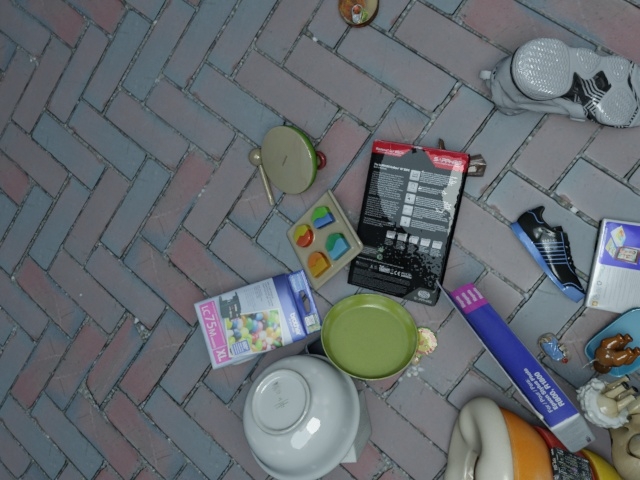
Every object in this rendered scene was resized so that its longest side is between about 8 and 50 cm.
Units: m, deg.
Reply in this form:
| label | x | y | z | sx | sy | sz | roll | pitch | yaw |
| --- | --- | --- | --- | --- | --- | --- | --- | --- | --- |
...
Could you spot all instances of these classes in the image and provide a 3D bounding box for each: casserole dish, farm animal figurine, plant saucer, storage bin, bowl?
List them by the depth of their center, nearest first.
| label | x | y | z | sx | sy | sz | roll | pitch | yaw |
| --- | --- | --- | --- | --- | --- | --- | --- | --- | --- |
| farm animal figurine | 0.635 | 0.373 | 0.972 | 0.330 | 0.326 | 0.172 | 49 | 123 | 12 |
| casserole dish | 0.676 | 0.220 | 1.084 | 0.114 | 0.037 | 0.188 | 39 | 120 | 4 |
| bowl | -0.066 | 0.385 | 1.130 | 0.297 | 0.134 | 0.298 | -11 | 55 | 16 |
| plant saucer | 0.121 | 0.243 | 1.232 | 0.240 | 0.037 | 0.241 | 0 | 50 | 0 |
| storage bin | -0.002 | 0.332 | 1.316 | 0.091 | 0.098 | 0.135 | -39 | 78 | 43 |

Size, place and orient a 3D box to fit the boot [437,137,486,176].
| label | x | y | z | sx | sy | sz | roll | pitch | yaw |
| --- | --- | --- | --- | --- | --- | --- | --- | --- | --- |
| boot | 0.348 | -0.205 | 1.212 | 0.114 | 0.037 | 0.107 | -4 | 102 | 22 |

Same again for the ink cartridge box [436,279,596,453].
| label | x | y | z | sx | sy | sz | roll | pitch | yaw |
| --- | --- | --- | --- | --- | --- | --- | --- | --- | --- |
| ink cartridge box | 0.394 | 0.240 | 0.987 | 0.071 | 0.330 | 0.324 | -37 | 47 | 8 |

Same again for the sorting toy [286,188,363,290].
| label | x | y | z | sx | sy | sz | roll | pitch | yaw |
| --- | --- | --- | --- | --- | --- | --- | --- | --- | --- |
| sorting toy | 0.000 | 0.000 | 1.276 | 0.208 | 0.038 | 0.193 | -46 | 60 | 33 |

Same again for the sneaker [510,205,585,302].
| label | x | y | z | sx | sy | sz | roll | pitch | yaw |
| --- | --- | --- | --- | --- | --- | --- | --- | --- | --- |
| sneaker | 0.541 | 0.028 | 1.127 | 0.090 | 0.081 | 0.232 | -40 | 78 | 22 |

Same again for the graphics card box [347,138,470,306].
| label | x | y | z | sx | sy | sz | roll | pitch | yaw |
| --- | --- | --- | --- | --- | --- | --- | --- | --- | --- |
| graphics card box | 0.214 | -0.046 | 1.213 | 0.232 | 0.094 | 0.372 | 13 | 100 | 18 |

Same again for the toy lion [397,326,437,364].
| label | x | y | z | sx | sy | sz | roll | pitch | yaw |
| --- | --- | --- | --- | --- | --- | --- | --- | --- | --- |
| toy lion | 0.244 | 0.260 | 1.259 | 0.100 | 0.034 | 0.096 | 33 | 94 | 16 |

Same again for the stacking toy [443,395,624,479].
| label | x | y | z | sx | sy | sz | roll | pitch | yaw |
| --- | --- | --- | --- | --- | --- | --- | --- | --- | --- |
| stacking toy | 0.535 | 0.546 | 1.058 | 0.478 | 0.350 | 0.351 | 8 | 93 | 2 |

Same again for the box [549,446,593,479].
| label | x | y | z | sx | sy | sz | roll | pitch | yaw |
| --- | --- | --- | --- | --- | --- | --- | --- | --- | --- |
| box | 0.487 | 0.447 | 0.952 | 0.083 | 0.067 | 0.018 | 23 | 135 | -10 |

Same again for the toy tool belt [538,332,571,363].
| label | x | y | z | sx | sy | sz | roll | pitch | yaw |
| --- | --- | --- | --- | --- | --- | --- | --- | --- | --- |
| toy tool belt | 0.547 | 0.256 | 1.144 | 0.052 | 0.051 | 0.083 | -42 | 79 | 15 |

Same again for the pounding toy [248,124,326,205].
| label | x | y | z | sx | sy | sz | roll | pitch | yaw |
| --- | --- | --- | --- | --- | --- | --- | --- | --- | --- |
| pounding toy | -0.074 | -0.218 | 1.335 | 0.236 | 0.110 | 0.183 | -23 | 95 | 47 |

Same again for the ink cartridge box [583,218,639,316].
| label | x | y | z | sx | sy | sz | roll | pitch | yaw |
| --- | --- | --- | --- | --- | --- | --- | --- | --- | --- |
| ink cartridge box | 0.715 | 0.068 | 1.088 | 0.208 | 0.045 | 0.207 | 11 | 95 | 19 |

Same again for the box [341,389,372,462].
| label | x | y | z | sx | sy | sz | roll | pitch | yaw |
| --- | --- | --- | --- | --- | --- | --- | --- | --- | --- |
| box | 0.019 | 0.474 | 1.256 | 0.180 | 0.182 | 0.119 | -11 | 89 | 19 |

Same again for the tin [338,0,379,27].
| label | x | y | z | sx | sy | sz | roll | pitch | yaw |
| --- | --- | --- | --- | --- | --- | --- | --- | --- | --- |
| tin | 0.105 | -0.656 | 1.289 | 0.106 | 0.040 | 0.190 | 6 | 93 | 22 |

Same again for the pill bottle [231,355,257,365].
| label | x | y | z | sx | sy | sz | roll | pitch | yaw |
| --- | --- | --- | --- | --- | --- | --- | --- | --- | --- |
| pill bottle | -0.236 | 0.263 | 1.387 | 0.087 | 0.087 | 0.160 | -23 | 83 | 17 |

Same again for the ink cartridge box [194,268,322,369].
| label | x | y | z | sx | sy | sz | roll | pitch | yaw |
| --- | --- | --- | --- | --- | --- | --- | --- | --- | --- |
| ink cartridge box | -0.163 | 0.207 | 1.324 | 0.310 | 0.065 | 0.186 | -18 | 83 | -6 |

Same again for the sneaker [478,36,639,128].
| label | x | y | z | sx | sy | sz | roll | pitch | yaw |
| --- | --- | --- | --- | --- | --- | --- | --- | --- | --- |
| sneaker | 0.539 | -0.340 | 1.100 | 0.365 | 0.210 | 0.138 | 12 | 96 | -17 |
